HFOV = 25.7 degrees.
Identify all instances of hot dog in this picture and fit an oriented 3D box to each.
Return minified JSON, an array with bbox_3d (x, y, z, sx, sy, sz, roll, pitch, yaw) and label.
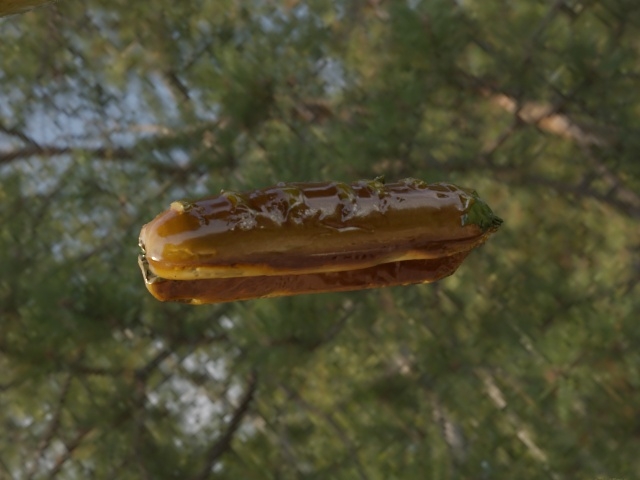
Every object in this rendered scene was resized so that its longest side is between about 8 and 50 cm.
[{"bbox_3d":[0.000,0.000,0.996,0.269,0.072,0.115,-4,-26,-23],"label":"hot dog"}]

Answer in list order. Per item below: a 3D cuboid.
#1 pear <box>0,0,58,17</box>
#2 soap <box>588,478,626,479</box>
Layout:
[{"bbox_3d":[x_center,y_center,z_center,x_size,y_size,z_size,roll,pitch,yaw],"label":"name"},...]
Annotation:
[{"bbox_3d":[-0.237,-0.281,0.876,0.309,0.309,0.309,-34,-27,-20],"label":"pear"},{"bbox_3d":[0.051,0.107,0.401,0.089,0.033,0.168,-28,1,19],"label":"soap"}]
